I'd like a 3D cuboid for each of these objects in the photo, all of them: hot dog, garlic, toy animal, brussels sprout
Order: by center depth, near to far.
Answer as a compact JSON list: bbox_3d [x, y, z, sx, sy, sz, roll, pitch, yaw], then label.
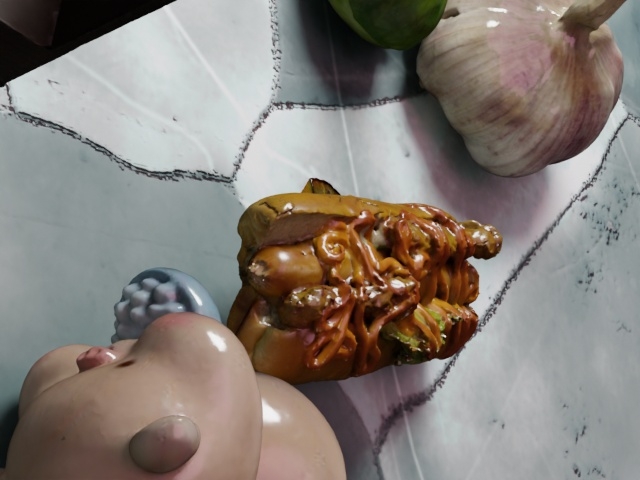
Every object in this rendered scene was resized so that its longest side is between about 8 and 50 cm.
[{"bbox_3d":[-0.105,0.161,1.090,0.221,0.210,0.229,56,32,-22],"label":"toy animal"},{"bbox_3d":[0.049,0.042,1.303,0.349,0.117,0.158,3,91,-56],"label":"hot dog"},{"bbox_3d":[0.068,-0.278,1.461,0.145,0.131,0.183,25,64,-45],"label":"brussels sprout"},{"bbox_3d":[0.239,-0.210,1.540,0.245,0.253,0.245,25,51,-36],"label":"garlic"}]

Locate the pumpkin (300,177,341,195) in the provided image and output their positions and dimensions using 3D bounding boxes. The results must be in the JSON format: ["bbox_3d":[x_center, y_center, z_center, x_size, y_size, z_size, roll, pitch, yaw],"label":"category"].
[{"bbox_3d":[0.000,-0.001,1.372,0.073,0.035,0.101,18,68,-53],"label":"pumpkin"}]

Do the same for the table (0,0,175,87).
[{"bbox_3d":[-0.220,-0.278,1.043,0.251,0.282,0.196,30,57,-36],"label":"table"}]
